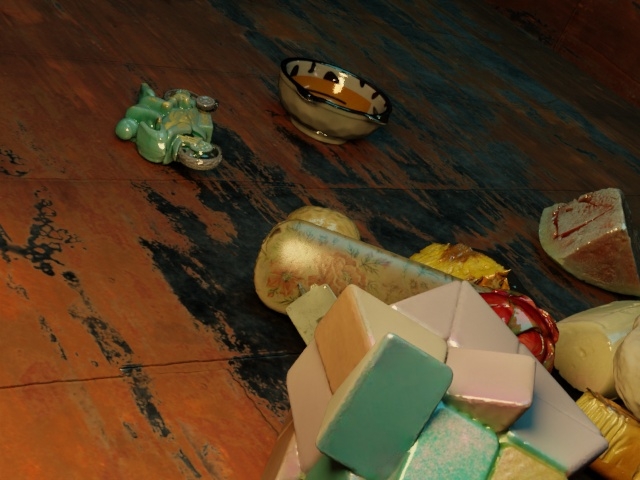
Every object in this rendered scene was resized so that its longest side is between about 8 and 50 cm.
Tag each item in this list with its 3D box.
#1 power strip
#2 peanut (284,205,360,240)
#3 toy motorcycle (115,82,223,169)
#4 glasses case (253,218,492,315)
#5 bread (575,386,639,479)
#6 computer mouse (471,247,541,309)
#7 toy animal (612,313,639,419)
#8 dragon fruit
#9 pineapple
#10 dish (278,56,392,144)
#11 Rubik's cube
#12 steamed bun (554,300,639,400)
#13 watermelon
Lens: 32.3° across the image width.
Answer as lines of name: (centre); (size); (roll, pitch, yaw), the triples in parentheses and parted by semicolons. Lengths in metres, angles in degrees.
power strip: (0.022, 0.153, 1.679); (0.227, 0.080, 0.029); (56, -5, 28)
peanut: (0.000, 0.000, 1.942); (0.140, 0.109, 0.159); (12, 21, 8)
toy motorcycle: (-0.296, -0.217, 2.132); (0.198, 0.109, 0.296); (5, 32, -14)
glasses case: (0.097, 0.095, 1.791); (0.425, 0.156, 0.098); (21, 1, -7)
bread: (0.465, 0.319, 1.721); (0.190, 0.114, 0.132); (38, 7, 1)
computer mouse: (0.311, 0.078, 2.092); (0.147, 0.088, 0.264); (-7, 42, -43)
toy animal: (0.560, 0.249, 1.722); (0.266, 0.188, 0.308); (4, 32, -36)
dragon fruit: (0.249, 0.174, 1.649); (0.192, 0.193, 0.274); (22, 25, 23)
pineapple: (0.227, 0.106, 1.953); (0.140, 0.164, 0.250); (-25, 27, -20)
dish: (0.019, -0.301, 2.510); (0.303, 0.120, 0.303); (19, 26, -10)
Rubik's cube: (0.118, 0.259, 1.300); (0.368, 0.358, 0.387); (-14, 56, -47)
steamed bun: (0.519, 0.204, 1.969); (0.225, 0.170, 0.200); (-11, 8, -25)
watermelon: (0.620, -0.003, 2.365); (0.262, 0.201, 0.213); (25, 35, -6)
